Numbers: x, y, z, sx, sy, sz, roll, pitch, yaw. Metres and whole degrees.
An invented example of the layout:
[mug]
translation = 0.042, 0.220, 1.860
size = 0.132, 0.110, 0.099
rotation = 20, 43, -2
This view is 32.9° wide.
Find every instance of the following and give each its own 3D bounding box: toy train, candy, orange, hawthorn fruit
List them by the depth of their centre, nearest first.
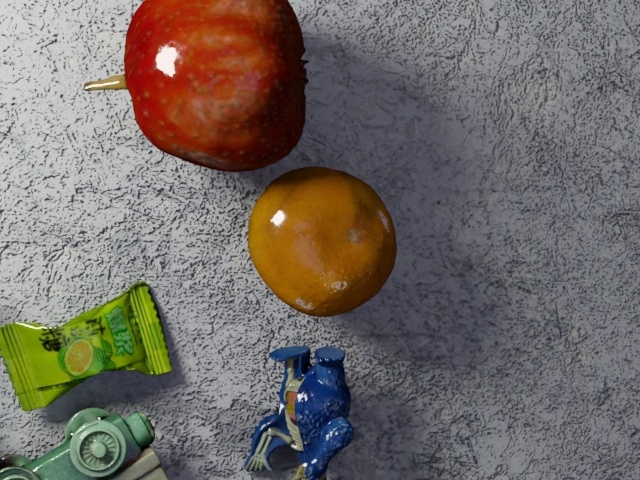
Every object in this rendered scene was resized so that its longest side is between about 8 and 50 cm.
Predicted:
[hawthorn fruit]
translation = -0.181, -0.238, 1.580
size = 0.330, 0.287, 0.287
rotation = -4, 95, -2
[toy train]
translation = -0.364, 0.390, 1.609
size = 0.304, 0.150, 0.221
rotation = -29, 99, -14
[candy]
translation = -0.355, 0.165, 1.642
size = 0.246, 0.069, 0.149
rotation = -17, 96, -16
[orange]
translation = 0.000, 0.000, 1.682
size = 0.240, 0.171, 0.240
rotation = 1, 88, -22

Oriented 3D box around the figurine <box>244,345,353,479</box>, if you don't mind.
[figurine]
translation = -0.012, 0.291, 1.724
size = 0.120, 0.164, 0.262
rotation = -7, 113, -56
